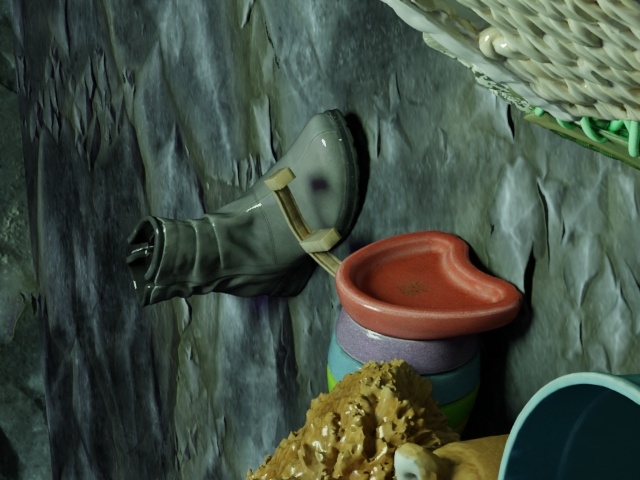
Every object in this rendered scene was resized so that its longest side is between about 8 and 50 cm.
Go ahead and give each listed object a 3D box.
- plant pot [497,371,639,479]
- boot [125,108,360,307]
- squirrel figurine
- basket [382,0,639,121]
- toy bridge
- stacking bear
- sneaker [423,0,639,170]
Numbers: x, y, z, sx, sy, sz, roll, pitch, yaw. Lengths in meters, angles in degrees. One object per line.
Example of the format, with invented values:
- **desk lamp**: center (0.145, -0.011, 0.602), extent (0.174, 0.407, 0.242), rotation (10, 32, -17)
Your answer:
- **plant pot**: center (0.292, 0.206, 1.044), extent (0.271, 0.255, 0.272), rotation (175, 90, -66)
- **boot**: center (-0.097, -0.020, 1.881), extent (0.338, 0.222, 0.118), rotation (116, 142, -48)
- **squirrel figurine**: center (0.057, 0.268, 1.351), extent (0.397, 0.281, 0.370), rotation (58, 138, 39)
- **basket**: center (0.192, -0.272, 0.989), extent (0.266, 0.328, 0.331), rotation (19, 80, 57)
- **toy bridge**: center (0.000, 0.000, 1.796), extent (0.188, 0.026, 0.063), rotation (52, 158, -13)
- **stacking bear**: center (0.086, 0.161, 1.614), extent (0.175, 0.164, 0.289), rotation (-134, 40, -54)
- **sneaker**: center (0.210, -0.117, 1.245), extent (0.410, 0.182, 0.158), rotation (-141, 51, -57)
